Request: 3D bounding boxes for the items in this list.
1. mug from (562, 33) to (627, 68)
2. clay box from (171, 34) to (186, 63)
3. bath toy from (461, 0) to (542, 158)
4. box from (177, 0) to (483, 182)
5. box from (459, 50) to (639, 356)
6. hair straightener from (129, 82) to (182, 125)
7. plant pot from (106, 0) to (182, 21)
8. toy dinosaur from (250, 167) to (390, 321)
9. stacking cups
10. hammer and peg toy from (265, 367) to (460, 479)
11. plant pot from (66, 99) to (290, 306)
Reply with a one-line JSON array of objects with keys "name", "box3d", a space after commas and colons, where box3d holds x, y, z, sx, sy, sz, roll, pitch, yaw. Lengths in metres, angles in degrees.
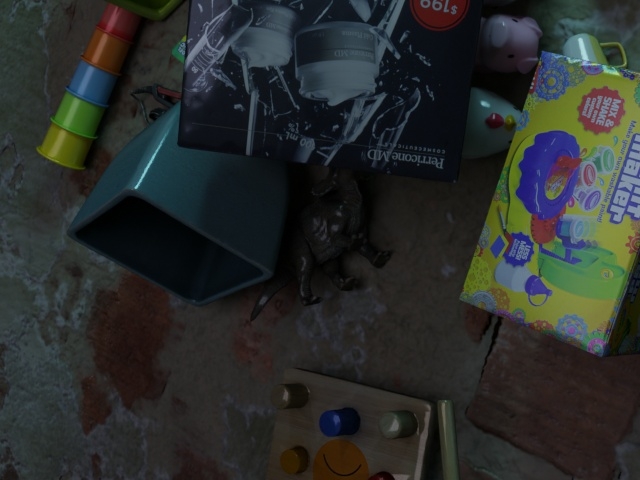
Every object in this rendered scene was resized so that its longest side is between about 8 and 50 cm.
[{"name": "mug", "box3d": [0.352, -0.234, 1.266, 0.062, 0.078, 0.064, 135, 131, -59]}, {"name": "clay box", "box3d": [-0.112, -0.321, 1.509, 0.222, 0.053, 0.127, -43, 59, -14]}, {"name": "bath toy", "box3d": [0.245, -0.280, 1.293, 0.129, 0.151, 0.348, 7, 95, 11]}, {"name": "box", "box3d": [0.021, -0.254, 1.183, 0.343, 0.179, 0.313, 7, 104, 4]}, {"name": "box", "box3d": [0.337, -0.033, 1.117, 0.177, 0.279, 0.290, 22, 97, 33]}, {"name": "hair straightener", "box3d": [-0.251, -0.214, 1.659, 0.230, 0.047, 0.089, 22, 98, 33]}, {"name": "plant pot", "box3d": [-0.315, -0.544, 1.632, 0.228, 0.227, 0.207, -40, 59, 26]}, {"name": "toy dinosaur", "box3d": [0.000, 0.000, 1.454, 0.313, 0.121, 0.160, -52, 49, 24]}, {"name": "stacking cups", "box3d": [-0.405, -0.284, 1.747, 0.096, 0.096, 0.316, 35, 102, 31]}, {"name": "hammer and peg toy", "box3d": [0.080, 0.328, 1.347, 0.361, 0.127, 0.266, 8, 88, 34]}, {"name": "plant pot", "box3d": [-0.188, -0.083, 1.468, 0.247, 0.247, 0.252, -23, 41, 52]}]
